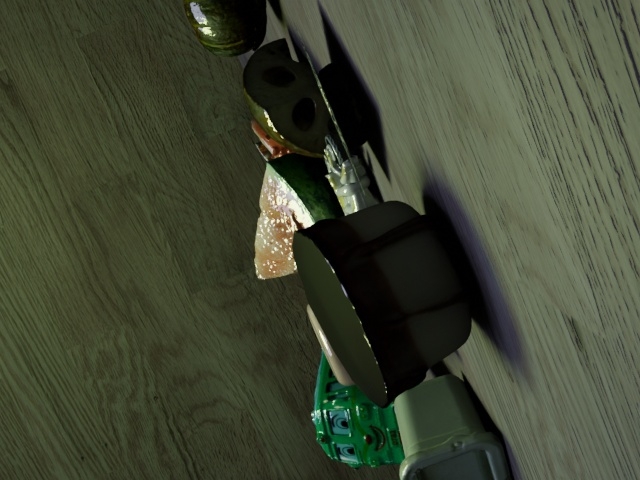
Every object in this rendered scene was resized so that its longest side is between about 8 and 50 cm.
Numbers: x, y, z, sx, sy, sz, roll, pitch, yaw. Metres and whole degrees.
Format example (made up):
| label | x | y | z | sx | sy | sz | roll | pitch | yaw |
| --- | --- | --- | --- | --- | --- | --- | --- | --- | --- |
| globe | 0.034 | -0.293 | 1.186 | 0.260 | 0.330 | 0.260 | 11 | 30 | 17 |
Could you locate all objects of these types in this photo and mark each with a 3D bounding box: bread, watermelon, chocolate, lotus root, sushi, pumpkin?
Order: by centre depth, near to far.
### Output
| label | x | y | z | sx | sy | sz | roll | pitch | yaw |
| --- | --- | --- | --- | --- | --- | --- | --- | --- | --- |
| chocolate | 0.102 | 0.071 | 1.467 | 0.283 | 0.186 | 0.283 | 59 | 165 | 27 |
| sushi | 0.036 | -0.213 | 1.676 | 0.219 | 0.047 | 0.231 | 63 | -175 | -62 |
| lotus root | -0.060 | -0.252 | 2.044 | 0.314 | 0.142 | 0.210 | -119 | 5 | -65 |
| watermelon | 0.023 | -0.004 | 2.112 | 0.222 | 0.292 | 0.319 | 35 | 123 | 34 |
| pumpkin | -0.179 | -0.479 | 2.116 | 0.238 | 0.159 | 0.237 | -10 | -90 | -78 |
| bread | -0.051 | -0.207 | 2.300 | 0.212 | 0.142 | 0.224 | 51 | -176 | -32 |

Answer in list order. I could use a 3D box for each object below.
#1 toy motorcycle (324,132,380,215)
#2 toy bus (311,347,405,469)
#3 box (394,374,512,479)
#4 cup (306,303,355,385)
| label | x | y | z | sx | sy | sz | roll | pitch | yaw |
| --- | --- | --- | --- | --- | --- | --- | --- | --- | --- |
| toy motorcycle | 0.058 | -0.092 | 1.902 | 0.151 | 0.074 | 0.228 | 61 | 172 | 30 |
| toy bus | 0.093 | 0.291 | 2.115 | 0.343 | 0.200 | 0.183 | -78 | -22 | -61 |
| box | 0.228 | 0.386 | 1.864 | 0.182 | 0.175 | 0.311 | -106 | -4 | -47 |
| cup | 0.103 | 0.166 | 1.894 | 0.253 | 0.200 | 0.191 | -120 | 8 | -54 |
